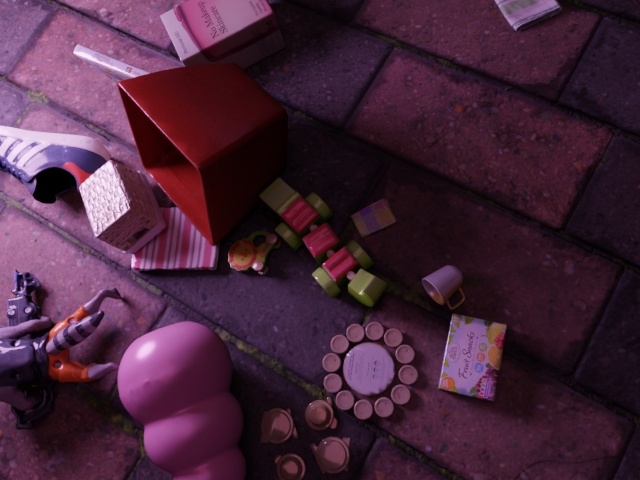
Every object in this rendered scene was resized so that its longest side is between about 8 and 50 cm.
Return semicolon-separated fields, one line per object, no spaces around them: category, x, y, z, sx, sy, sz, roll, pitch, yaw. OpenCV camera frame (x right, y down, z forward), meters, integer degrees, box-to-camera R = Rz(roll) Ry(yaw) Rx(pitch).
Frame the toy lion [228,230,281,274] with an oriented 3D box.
toy lion;-0.144;0.023;1.158;0.096;0.034;0.100;21;78;23

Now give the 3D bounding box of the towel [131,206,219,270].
towel;-0.309;-0.003;1.197;0.197;0.029;0.144;-1;70;10

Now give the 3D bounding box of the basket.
basket;-0.424;-0.073;1.175;0.113;0.103;0.167;-37;60;10

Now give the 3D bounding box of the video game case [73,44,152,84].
video game case;-0.386;-0.334;1.205;0.206;0.227;0.026;24;87;16

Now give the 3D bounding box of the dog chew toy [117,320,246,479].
dog chew toy;-0.233;0.320;1.000;0.207;0.206;0.331;-24;79;2

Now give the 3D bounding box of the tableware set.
tableware set;-0.029;0.374;1.034;0.169;0.020;0.141;-16;70;5

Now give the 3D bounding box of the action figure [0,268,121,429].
action figure;-0.572;0.186;1.111;0.330;0.178;0.341;-19;73;-6

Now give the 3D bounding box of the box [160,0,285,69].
box;-0.222;-0.483;1.275;0.232;0.127;0.148;-28;71;0

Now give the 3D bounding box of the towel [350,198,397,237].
towel;0.111;-0.045;1.142;0.083;0.009;0.060;-26;71;2

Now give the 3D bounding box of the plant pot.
plant pot;-0.212;-0.202;1.122;0.236;0.267;0.267;-37;69;-22

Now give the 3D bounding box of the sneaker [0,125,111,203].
sneaker;-0.662;-0.162;1.252;0.350;0.131;0.148;4;69;11

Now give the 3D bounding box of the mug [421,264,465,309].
mug;0.241;0.085;1.062;0.064;0.078;0.062;-36;38;-11

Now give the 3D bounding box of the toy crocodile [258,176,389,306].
toy crocodile;0.000;0.000;1.098;0.115;0.105;0.340;-39;70;-3

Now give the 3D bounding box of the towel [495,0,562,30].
towel;0.450;-0.546;1.229;0.113;0.023;0.152;-23;70;2

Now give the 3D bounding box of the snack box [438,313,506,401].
snack box;0.279;0.215;1.017;0.100;0.037;0.141;10;75;14

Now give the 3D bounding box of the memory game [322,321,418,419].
memory game;0.093;0.247;1.055;0.186;0.012;0.186;-3;73;9
